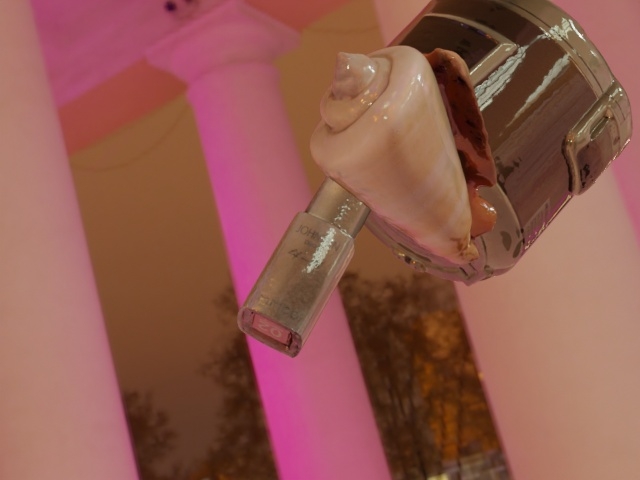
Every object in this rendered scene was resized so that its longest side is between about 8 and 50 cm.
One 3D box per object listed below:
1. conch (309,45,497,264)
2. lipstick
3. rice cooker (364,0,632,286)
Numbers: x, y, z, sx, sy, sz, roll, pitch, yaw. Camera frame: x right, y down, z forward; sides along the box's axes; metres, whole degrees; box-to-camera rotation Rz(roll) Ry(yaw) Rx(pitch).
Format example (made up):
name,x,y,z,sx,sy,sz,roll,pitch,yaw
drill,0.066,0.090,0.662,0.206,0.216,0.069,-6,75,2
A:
name,x,y,z,sx,sy,sz,roll,pitch,yaw
conch,0.070,-0.076,1.027,0.127,0.158,0.255,5,-41,30
lipstick,0.000,0.000,1.258,0.079,0.253,0.077,26,-27,6
rice cooker,0.202,-0.149,1.469,0.325,0.335,0.335,-46,-6,-20
